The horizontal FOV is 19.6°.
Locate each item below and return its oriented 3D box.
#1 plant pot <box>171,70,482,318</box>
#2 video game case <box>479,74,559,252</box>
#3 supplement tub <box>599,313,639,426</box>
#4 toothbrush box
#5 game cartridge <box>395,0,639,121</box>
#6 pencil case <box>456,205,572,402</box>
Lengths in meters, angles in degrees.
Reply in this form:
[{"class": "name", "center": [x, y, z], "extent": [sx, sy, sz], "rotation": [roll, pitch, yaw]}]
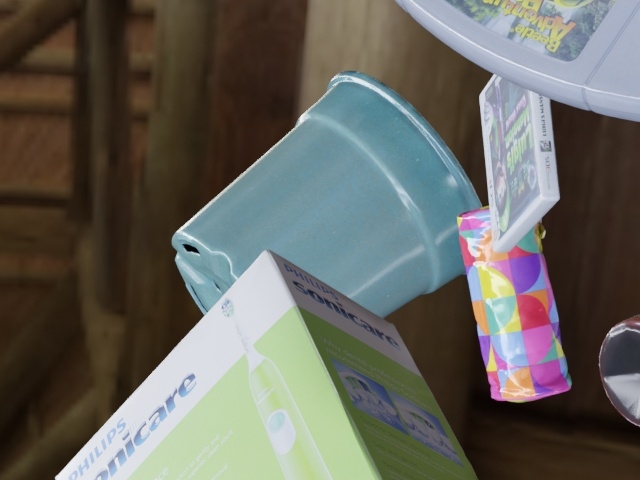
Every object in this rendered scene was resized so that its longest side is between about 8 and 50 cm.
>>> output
[{"class": "plant pot", "center": [0.000, 0.000, 2.552], "extent": [0.334, 0.341, 0.341], "rotation": [-38, -145, -19]}, {"class": "video game case", "center": [0.193, -0.095, 1.825], "extent": [0.022, 0.173, 0.190], "rotation": [-1, 165, -10]}, {"class": "supplement tub", "center": [0.357, 0.100, 1.701], "extent": [0.198, 0.106, 0.106], "rotation": [-15, -154, -37]}, {"class": "toothbrush box", "center": [-0.018, 0.177, 1.046], "extent": [0.122, 0.206, 0.283], "rotation": [31, -162, -37]}, {"class": "game cartridge", "center": [0.182, -0.216, 1.436], "extent": [0.294, 0.196, 0.060], "rotation": [31, 176, 23]}, {"class": "pencil case", "center": [0.224, 0.066, 2.106], "extent": [0.104, 0.236, 0.104], "rotation": [-8, 180, 0]}]
